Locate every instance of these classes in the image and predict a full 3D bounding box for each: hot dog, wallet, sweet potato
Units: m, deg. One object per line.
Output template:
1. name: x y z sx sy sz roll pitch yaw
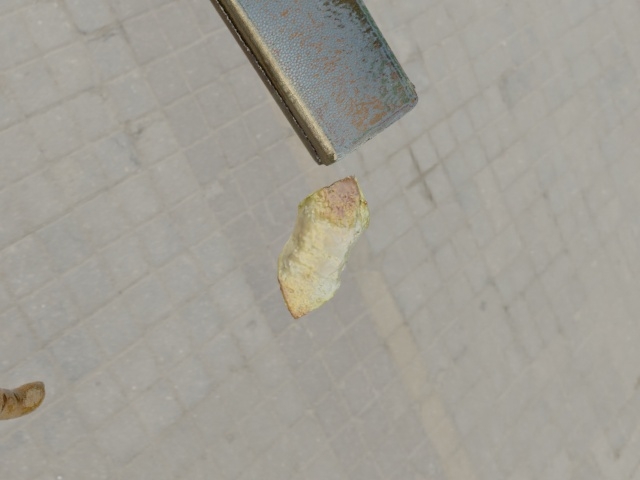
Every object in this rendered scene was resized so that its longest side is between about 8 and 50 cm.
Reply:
1. hot dog: 0.001 0.000 0.936 0.078 0.061 0.169 26 105 -2
2. wallet: -0.008 -0.170 0.736 0.110 0.031 0.198 -34 110 2
3. sweet potato: -0.232 0.117 0.587 0.044 0.179 0.044 0 94 1
